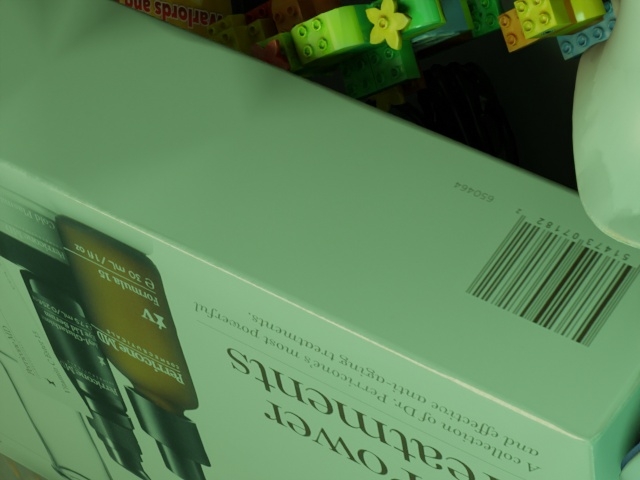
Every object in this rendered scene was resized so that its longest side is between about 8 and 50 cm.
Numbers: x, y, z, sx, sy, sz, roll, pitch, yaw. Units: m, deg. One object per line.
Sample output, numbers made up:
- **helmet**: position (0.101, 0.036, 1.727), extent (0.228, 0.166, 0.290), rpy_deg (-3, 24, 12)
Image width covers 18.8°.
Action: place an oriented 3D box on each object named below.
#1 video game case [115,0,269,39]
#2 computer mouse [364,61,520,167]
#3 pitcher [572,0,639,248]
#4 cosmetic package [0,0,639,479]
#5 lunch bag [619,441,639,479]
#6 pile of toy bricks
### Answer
- **video game case**: position (-0.122, -0.231, 0.995), extent (0.275, 0.035, 0.248), rpy_deg (19, 123, 47)
- **computer mouse**: position (0.000, 0.000, 0.932), extent (0.272, 0.072, 0.188), rpy_deg (5, 110, 40)
- **pitcher**: position (0.147, -0.120, 0.617), extent (0.177, 0.125, 0.207), rpy_deg (-97, 21, -49)
- **cosmetic package**: position (-0.022, 0.052, 0.804), extent (0.377, 0.097, 0.284), rpy_deg (24, 151, 28)
- **lunch bag**: position (0.197, 0.030, 0.569), extent (0.090, 0.176, 0.219), rpy_deg (56, 144, 18)
- **pile of toy bricks**: position (0.018, -0.080, 0.769), extent (0.212, 0.105, 0.118), rpy_deg (-23, 82, 41)
